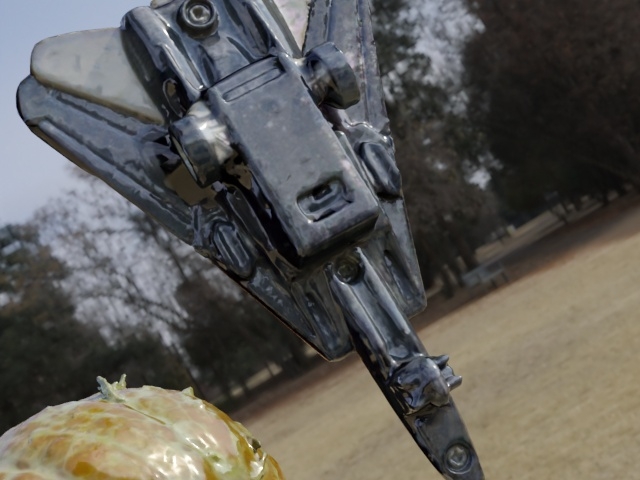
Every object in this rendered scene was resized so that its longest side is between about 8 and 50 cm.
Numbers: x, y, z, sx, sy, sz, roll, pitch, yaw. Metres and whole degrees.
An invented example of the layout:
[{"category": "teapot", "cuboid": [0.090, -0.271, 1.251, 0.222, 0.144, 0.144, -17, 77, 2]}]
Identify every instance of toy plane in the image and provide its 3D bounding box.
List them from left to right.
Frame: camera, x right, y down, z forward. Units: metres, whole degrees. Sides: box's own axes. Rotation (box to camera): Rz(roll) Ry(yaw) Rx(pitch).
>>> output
[{"category": "toy plane", "cuboid": [0.000, -0.004, 0.513, 0.204, 0.316, 0.103, -29, -15, -10]}]

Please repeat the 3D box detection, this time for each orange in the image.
[{"category": "orange", "cuboid": [-0.164, 0.277, 0.814, 0.329, 0.249, 0.329, -38, -42, -44]}]
